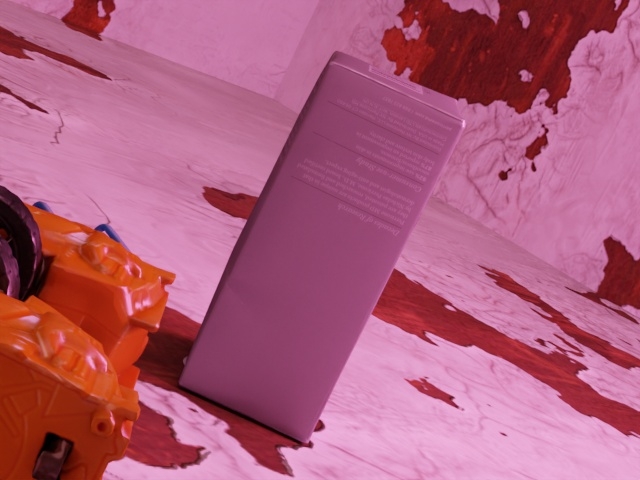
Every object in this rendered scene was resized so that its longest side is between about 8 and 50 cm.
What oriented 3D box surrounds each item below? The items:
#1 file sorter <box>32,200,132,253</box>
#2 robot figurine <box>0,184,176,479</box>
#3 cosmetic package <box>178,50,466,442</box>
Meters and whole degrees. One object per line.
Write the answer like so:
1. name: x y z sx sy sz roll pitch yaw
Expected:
1. file sorter: -0.186 0.026 0.713 0.170 0.104 0.118 21 11 -29
2. robot figurine: -0.187 -0.003 0.377 0.291 0.085 0.211 21 10 -6
3. cosmetic package: 0.000 0.000 0.949 0.107 0.238 0.127 23 12 -3
